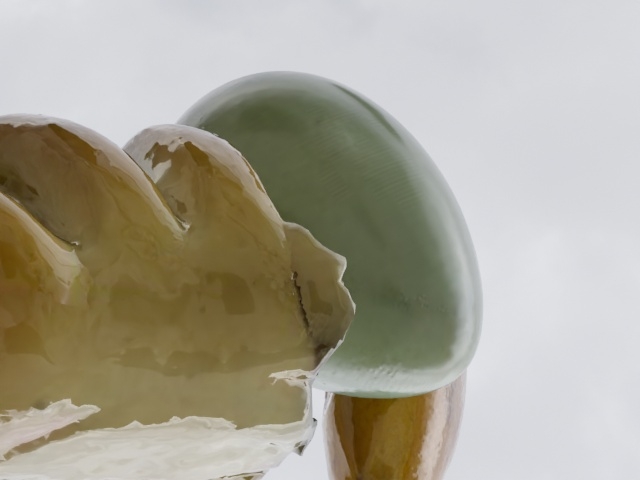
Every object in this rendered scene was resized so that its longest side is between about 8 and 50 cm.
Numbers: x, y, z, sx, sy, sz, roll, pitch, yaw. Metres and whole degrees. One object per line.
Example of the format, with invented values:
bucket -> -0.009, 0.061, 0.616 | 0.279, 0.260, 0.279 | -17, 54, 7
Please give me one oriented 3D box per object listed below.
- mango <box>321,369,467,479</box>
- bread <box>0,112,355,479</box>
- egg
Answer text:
mango -> 0.064, 0.143, 0.797 | 0.126, 0.154, 0.252 | 3, -131, 9
bread -> -0.164, 0.056, 0.489 | 0.270, 0.316, 0.211 | 4, -130, -26
egg -> 0.000, 0.000, 0.692 | 0.295, 0.218, 0.218 | 39, -107, 22
